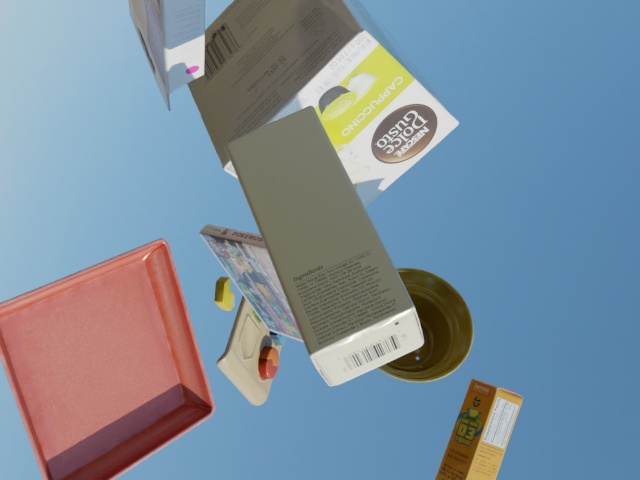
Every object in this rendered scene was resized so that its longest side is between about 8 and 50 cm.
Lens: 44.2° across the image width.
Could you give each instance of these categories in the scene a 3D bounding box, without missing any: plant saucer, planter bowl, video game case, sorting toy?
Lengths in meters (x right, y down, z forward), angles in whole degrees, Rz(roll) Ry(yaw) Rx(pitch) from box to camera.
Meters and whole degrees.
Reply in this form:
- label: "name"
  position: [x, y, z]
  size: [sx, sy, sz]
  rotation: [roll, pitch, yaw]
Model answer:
- label: "plant saucer"
  position: [-0.269, 0.157, 0.986]
  size: [0.047, 0.259, 0.259]
  rotation: [-2, -73, 42]
- label: "planter bowl"
  position: [0.156, 0.165, 1.410]
  size: [0.090, 0.217, 0.217]
  rotation: [104, -11, -59]
- label: "video game case"
  position: [-0.058, 0.067, 1.061]
  size: [0.183, 0.201, 0.023]
  rotation: [11, -129, 48]
- label: "sorting toy"
  position: [-0.123, 0.154, 1.483]
  size: [0.041, 0.307, 0.229]
  rotation: [7, -121, 23]

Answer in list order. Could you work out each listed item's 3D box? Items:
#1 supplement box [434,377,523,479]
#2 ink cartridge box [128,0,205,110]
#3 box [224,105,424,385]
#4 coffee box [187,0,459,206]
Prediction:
- label: "supplement box"
  position: [0.274, 0.368, 1.391]
  size: [0.078, 0.080, 0.234]
  rotation: [7, -109, 59]
- label: "ink cartridge box"
  position: [-0.205, -0.326, 1.008]
  size: [0.371, 0.069, 0.176]
  rotation: [123, -55, -70]
- label: "box"
  position: [0.000, 0.000, 0.815]
  size: [0.113, 0.094, 0.275]
  rotation: [-24, -122, 1]
- label: "coffee box"
  position: [-0.008, -0.281, 1.497]
  size: [0.337, 0.334, 0.338]
  rotation: [-41, -131, 16]
